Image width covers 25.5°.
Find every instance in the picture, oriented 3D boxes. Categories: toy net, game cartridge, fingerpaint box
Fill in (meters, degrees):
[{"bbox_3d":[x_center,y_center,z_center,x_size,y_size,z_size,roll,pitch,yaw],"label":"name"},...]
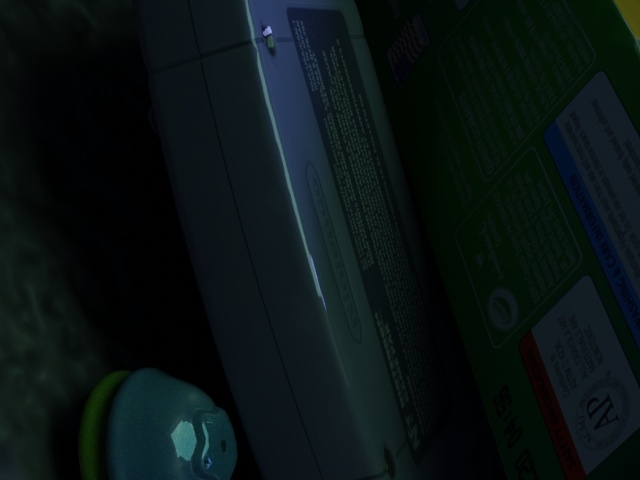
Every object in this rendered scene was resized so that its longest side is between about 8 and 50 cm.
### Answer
[{"bbox_3d":[-0.062,0.157,0.504,0.232,0.045,0.122,-75,148,-46],"label":"toy net"},{"bbox_3d":[0.000,0.000,0.627,0.198,0.062,0.297,-25,100,-69],"label":"game cartridge"},{"bbox_3d":[0.238,0.005,0.761,0.371,0.163,0.445,22,34,-29],"label":"fingerpaint box"}]

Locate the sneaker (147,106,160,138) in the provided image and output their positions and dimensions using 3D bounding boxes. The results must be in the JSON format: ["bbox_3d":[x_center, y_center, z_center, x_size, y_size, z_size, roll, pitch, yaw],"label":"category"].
[{"bbox_3d":[-0.058,-0.087,0.691,0.067,0.042,0.118,0,69,-61],"label":"sneaker"}]
